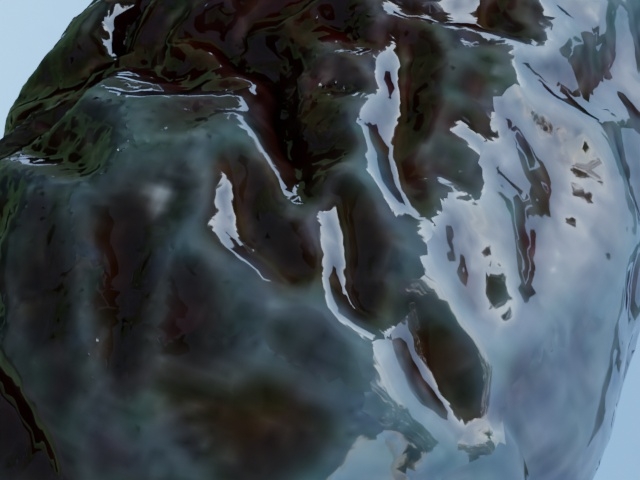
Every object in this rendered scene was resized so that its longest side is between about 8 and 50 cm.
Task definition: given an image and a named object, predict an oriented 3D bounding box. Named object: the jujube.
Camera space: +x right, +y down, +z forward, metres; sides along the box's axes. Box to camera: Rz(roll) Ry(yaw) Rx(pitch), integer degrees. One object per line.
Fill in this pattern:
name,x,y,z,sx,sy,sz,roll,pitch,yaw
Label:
jujube,0.000,0.000,0.554,0.226,0.226,0.317,-34,-155,42
